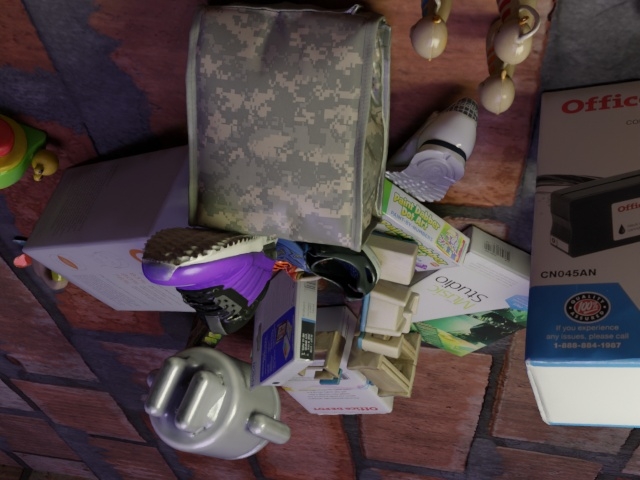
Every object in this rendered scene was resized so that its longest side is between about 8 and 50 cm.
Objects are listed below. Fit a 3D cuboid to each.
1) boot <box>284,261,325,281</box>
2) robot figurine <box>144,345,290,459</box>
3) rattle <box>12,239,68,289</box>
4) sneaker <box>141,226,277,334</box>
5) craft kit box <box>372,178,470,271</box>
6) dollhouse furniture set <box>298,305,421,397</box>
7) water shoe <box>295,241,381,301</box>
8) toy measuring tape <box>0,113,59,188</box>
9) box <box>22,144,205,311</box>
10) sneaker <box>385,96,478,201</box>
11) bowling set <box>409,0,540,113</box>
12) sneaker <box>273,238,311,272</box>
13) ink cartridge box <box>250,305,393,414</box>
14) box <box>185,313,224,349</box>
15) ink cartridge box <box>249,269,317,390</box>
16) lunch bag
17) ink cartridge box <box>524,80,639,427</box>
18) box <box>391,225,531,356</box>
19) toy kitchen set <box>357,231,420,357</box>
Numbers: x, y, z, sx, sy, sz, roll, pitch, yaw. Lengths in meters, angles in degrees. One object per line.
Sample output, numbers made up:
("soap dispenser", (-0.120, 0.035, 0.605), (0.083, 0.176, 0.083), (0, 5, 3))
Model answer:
("boot", (-0.056, 0.031, 1.442), (0.158, 0.084, 0.059), (-2, 147, 24))
("robot figurine", (-0.203, 0.327, 1.654), (0.300, 0.199, 0.353), (23, 171, 26))
("rattle", (-0.499, 0.019, 1.621), (0.200, 0.143, 0.130), (-10, 112, 56))
("sneaker", (-0.132, 0.057, 1.086), (0.102, 0.146, 0.293), (9, -172, 20))
("craft kit box", (0.059, -0.025, 1.295), (0.250, 0.060, 0.247), (32, 153, -29))
("dollhouse furniture set", (0.068, 0.203, 1.530), (0.184, 0.128, 0.129), (-6, 144, 34))
("water shoe", (0.000, 0.000, 1.168), (0.203, 0.080, 0.073), (39, 128, -2))
("toy measuring tape", (-0.574, -0.157, 1.288), (0.330, 0.121, 0.121), (18, 148, -10))
("box", (-0.268, -0.007, 1.317), (0.346, 0.168, 0.215), (-3, 147, 42))
("sneaker", (0.152, -0.119, 1.138), (0.090, 0.094, 0.235), (23, 167, -12))
("bowling set", (0.136, -0.254, 0.856), (0.200, 0.154, 0.287), (8, 148, 6))
("sneaker", (-0.097, 0.028, 1.394), (0.221, 0.087, 0.083), (12, 168, 37))
("ink cartridge box", (0.015, 0.257, 1.742), (0.202, 0.117, 0.278), (-7, 143, 28))
("box", (-0.227, 0.173, 1.694), (0.036, 0.114, 0.207), (21, 148, -15))
("ink cartridge box", (-0.068, 0.154, 1.521), (0.045, 0.206, 0.208), (14, 150, -23))
("lunch bag", (-0.037, -0.155, 1.042), (0.236, 0.169, 0.286), (8, 111, 14))
("ink cartridge box", (0.396, 0.003, 0.953), (0.286, 0.394, 0.166), (-3, 143, 23))
("box", (0.258, 0.102, 1.473), (0.232, 0.058, 0.322), (25, 148, -19))
("toy kitchen set", (0.092, 0.059, 1.316), (0.122, 0.166, 0.207), (14, 122, 13))
